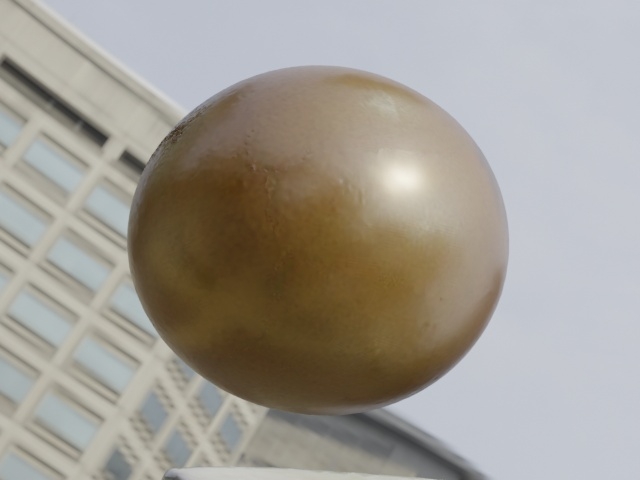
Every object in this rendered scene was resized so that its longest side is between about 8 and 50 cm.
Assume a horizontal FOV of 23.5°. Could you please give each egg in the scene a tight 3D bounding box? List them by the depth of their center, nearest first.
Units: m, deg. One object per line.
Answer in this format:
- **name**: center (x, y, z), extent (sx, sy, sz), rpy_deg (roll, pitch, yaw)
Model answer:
- **egg**: center (0.000, 0.000, 1.238), extent (0.283, 0.282, 0.351), rpy_deg (9, 3, 38)

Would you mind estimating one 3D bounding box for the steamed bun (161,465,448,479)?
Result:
- **steamed bun**: center (0.042, 0.152, 0.299), extent (0.146, 0.164, 0.242), rpy_deg (7, 6, -27)
